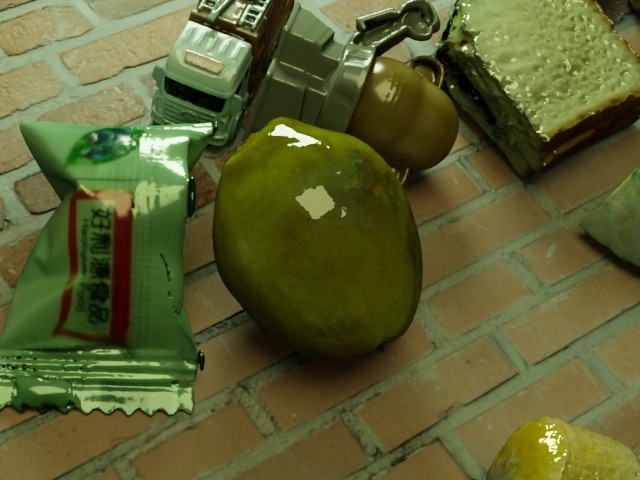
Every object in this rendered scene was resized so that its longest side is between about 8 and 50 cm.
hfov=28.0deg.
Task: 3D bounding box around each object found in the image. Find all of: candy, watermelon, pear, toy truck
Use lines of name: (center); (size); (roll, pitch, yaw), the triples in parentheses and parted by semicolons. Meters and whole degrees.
candy: (-0.269, 0.026, 1.623); (0.262, 0.172, 0.398); (2, 75, 1)
watermelon: (0.529, -0.039, 1.833); (0.260, 0.176, 0.256); (-26, 103, -28)
pear: (0.000, 0.000, 1.611); (0.269, 0.269, 0.321); (-31, 92, -29)
toy truck: (-0.131, -0.294, 1.847); (0.136, 0.162, 0.305); (21, 54, 2)

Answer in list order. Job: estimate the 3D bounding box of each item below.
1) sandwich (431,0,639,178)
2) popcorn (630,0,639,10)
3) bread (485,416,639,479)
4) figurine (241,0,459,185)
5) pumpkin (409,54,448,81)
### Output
sandwich: (0.317, -0.276, 1.935); (0.262, 0.131, 0.325); (-29, 75, -27)
popcorn: (0.571, -0.514, 2.096); (0.293, 0.237, 0.293); (31, 46, -39)
bread: (0.277, 0.310, 1.508); (0.170, 0.197, 0.197); (16, 54, -9)
figurine: (0.058, -0.192, 1.806); (0.284, 0.167, 0.343); (19, 98, -3)
pumpkin: (0.173, -0.266, 1.978); (0.083, 0.028, 0.050); (-20, 64, -19)
